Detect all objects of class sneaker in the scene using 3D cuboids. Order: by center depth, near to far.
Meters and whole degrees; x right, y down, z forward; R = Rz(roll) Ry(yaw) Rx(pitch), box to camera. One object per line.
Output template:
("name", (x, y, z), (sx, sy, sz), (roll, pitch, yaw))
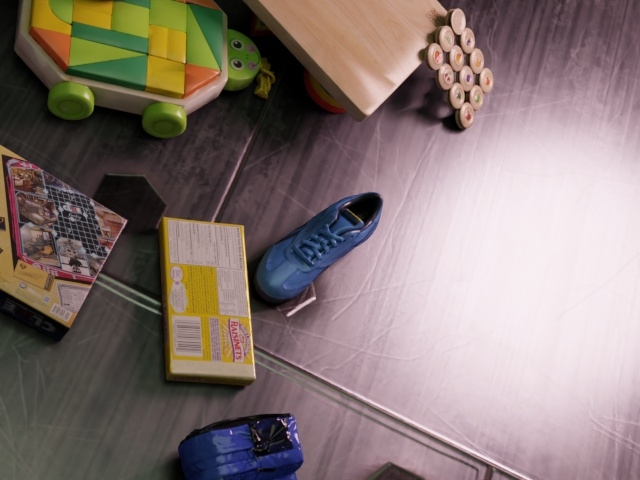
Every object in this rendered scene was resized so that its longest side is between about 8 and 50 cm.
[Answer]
("sneaker", (0.000, 0.000, 1.604), (0.209, 0.082, 0.069), (-36, 83, -35))

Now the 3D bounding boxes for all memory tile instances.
("memory tile", (0.199, -0.243, 1.828), (0.148, 0.012, 0.113), (56, 51, -35))

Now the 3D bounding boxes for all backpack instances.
("backpack", (-0.088, 0.242, 1.405), (0.120, 0.098, 0.101), (-3, 66, -28))

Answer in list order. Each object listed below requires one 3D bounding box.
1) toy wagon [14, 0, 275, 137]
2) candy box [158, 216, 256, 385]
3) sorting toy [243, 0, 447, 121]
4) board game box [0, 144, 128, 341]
("toy wagon", (-0.214, -0.261, 1.664), (0.344, 0.068, 0.267), (10, 58, -20))
("candy box", (-0.136, 0.070, 1.529), (0.105, 0.027, 0.206), (8, 59, -24))
("sorting toy", (0.020, -0.310, 1.779), (0.257, 0.089, 0.255), (47, 52, -5))
("board game box", (-0.358, -0.016, 1.450), (0.243, 0.042, 0.165), (32, 53, -12))
